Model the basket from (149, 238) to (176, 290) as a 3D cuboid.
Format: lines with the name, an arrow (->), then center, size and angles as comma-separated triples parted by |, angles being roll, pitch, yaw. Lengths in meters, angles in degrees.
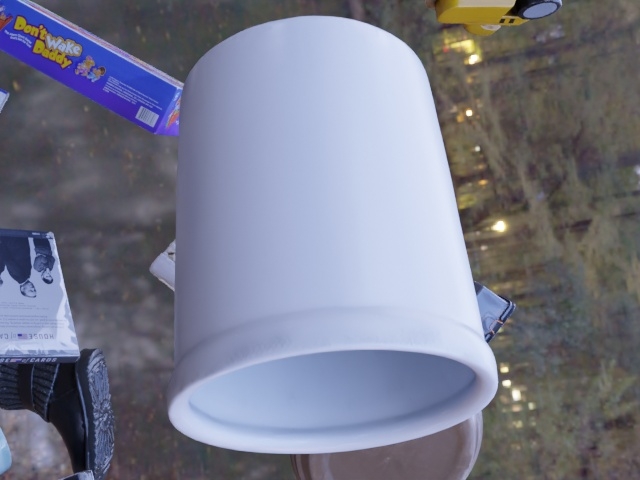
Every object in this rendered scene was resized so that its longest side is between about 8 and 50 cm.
basket -> -0.100, 0.094, 1.675 | 0.266, 0.331, 0.328 | -53, 146, -12

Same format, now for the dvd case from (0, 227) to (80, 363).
dvd case -> -0.473, 0.079, 1.251 | 0.179, 0.029, 0.239 | 6, 48, -38

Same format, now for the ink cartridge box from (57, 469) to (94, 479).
ink cartridge box -> -0.624, 0.626, 1.733 | 0.176, 0.371, 0.069 | 70, 13, 13

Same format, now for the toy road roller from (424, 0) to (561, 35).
toy road roller -> 0.338, -0.549, 1.790 | 0.240, 0.329, 0.203 | 149, -65, -67

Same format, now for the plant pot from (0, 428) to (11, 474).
plant pot -> -0.597, 0.265, 1.124 | 0.196, 0.293, 0.293 | -41, 129, -37

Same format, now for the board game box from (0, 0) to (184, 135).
board game box -> -0.363, -0.279, 1.305 | 0.078, 0.347, 0.233 | -61, 179, 7

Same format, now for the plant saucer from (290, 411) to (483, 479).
plant saucer -> 0.097, 0.286, 1.152 | 0.041, 0.278, 0.278 | -113, -171, -68

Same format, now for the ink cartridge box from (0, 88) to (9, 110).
ink cartridge box -> -0.648, -0.152, 1.172 | 0.303, 0.072, 0.307 | 27, 53, -20

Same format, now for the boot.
boot -> -0.627, 0.405, 1.936 | 0.131, 0.260, 0.348 | -44, 131, -80

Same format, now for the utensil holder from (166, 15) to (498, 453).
utensil holder -> 0.000, 0.000, 0.908 | 0.327, 0.327, 0.385 | 62, 20, -59

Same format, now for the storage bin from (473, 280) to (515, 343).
storage bin -> 0.341, 0.160, 1.802 | 0.091, 0.135, 0.098 | 38, 0, -20
